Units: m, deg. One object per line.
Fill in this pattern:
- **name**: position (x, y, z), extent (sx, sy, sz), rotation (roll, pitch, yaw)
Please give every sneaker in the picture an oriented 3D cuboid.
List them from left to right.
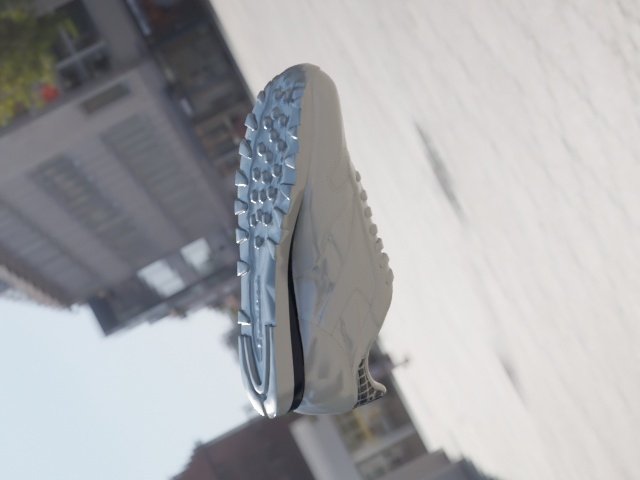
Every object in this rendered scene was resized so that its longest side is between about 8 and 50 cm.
- **sneaker**: position (0.000, 0.000, 1.050), extent (0.090, 0.095, 0.235), rotation (-151, 61, -65)
